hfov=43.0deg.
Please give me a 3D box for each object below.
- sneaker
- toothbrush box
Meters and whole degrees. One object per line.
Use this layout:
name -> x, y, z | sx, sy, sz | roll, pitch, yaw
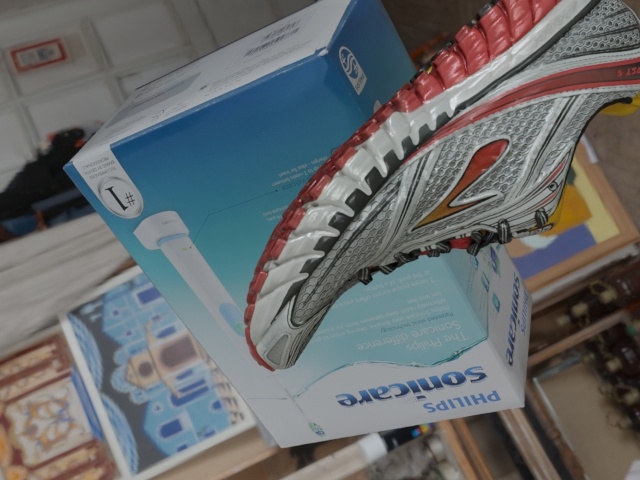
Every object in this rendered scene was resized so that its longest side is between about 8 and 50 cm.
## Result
sneaker -> 0.056, -0.023, 0.348 | 0.093, 0.225, 0.088 | 46, -178, -3
toothbrush box -> 0.000, 0.000, 0.597 | 0.295, 0.216, 0.126 | 57, -148, -24
